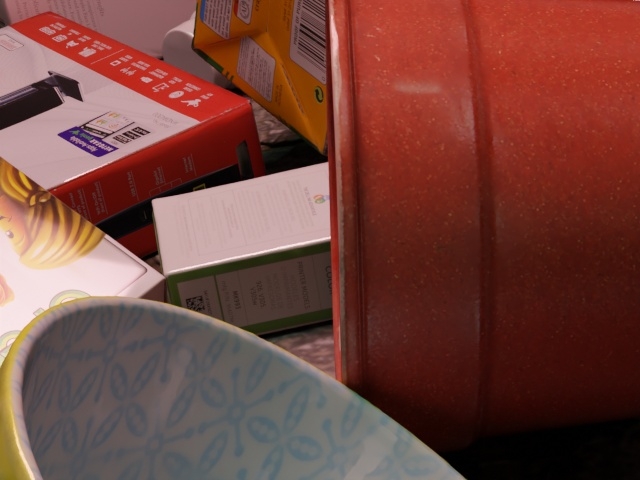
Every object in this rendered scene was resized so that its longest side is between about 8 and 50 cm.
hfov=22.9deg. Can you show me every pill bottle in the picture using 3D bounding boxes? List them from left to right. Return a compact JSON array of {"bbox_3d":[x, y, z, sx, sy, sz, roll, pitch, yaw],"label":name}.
[{"bbox_3d":[-0.065,-0.178,1.359,0.078,0.078,0.137,17,39,41],"label":"pill bottle"}]

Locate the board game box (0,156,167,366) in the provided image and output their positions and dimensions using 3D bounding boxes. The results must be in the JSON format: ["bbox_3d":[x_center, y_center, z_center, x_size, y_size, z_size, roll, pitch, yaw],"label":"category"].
[{"bbox_3d":[-0.263,0.068,0.912,0.193,0.053,0.305,34,54,23],"label":"board game box"}]

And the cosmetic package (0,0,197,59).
[{"bbox_3d":[-0.186,-0.223,1.446,0.231,0.117,0.085,-23,31,-22],"label":"cosmetic package"}]

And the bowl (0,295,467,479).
[{"bbox_3d":[-0.031,0.171,0.596,0.289,0.156,0.289,33,16,-11],"label":"bowl"}]

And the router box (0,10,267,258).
[{"bbox_3d":[-0.253,-0.056,1.200,0.301,0.082,0.335,-26,32,-26],"label":"router box"}]

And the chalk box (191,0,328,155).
[{"bbox_3d":[0.078,-0.203,1.152,0.289,0.180,0.179,-17,41,-34],"label":"chalk box"}]

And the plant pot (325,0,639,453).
[{"bbox_3d":[0.138,-0.015,0.825,0.265,0.272,0.272,-2,29,0],"label":"plant pot"}]

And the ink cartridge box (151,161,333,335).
[{"bbox_3d":[0.000,0.000,1.027,0.209,0.062,0.109,-13,28,-4],"label":"ink cartridge box"}]
